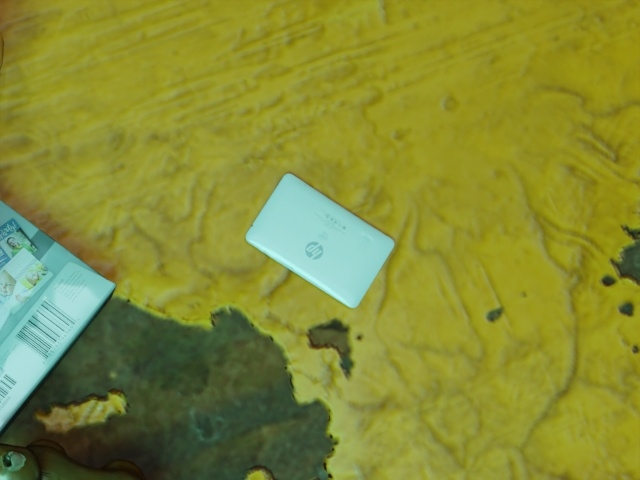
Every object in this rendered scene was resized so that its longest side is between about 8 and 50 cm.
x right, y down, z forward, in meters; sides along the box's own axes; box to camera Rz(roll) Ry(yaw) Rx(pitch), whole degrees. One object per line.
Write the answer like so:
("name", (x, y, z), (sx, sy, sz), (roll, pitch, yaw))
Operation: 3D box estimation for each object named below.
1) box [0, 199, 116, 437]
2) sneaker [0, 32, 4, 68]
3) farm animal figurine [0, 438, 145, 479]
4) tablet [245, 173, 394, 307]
("box", (-0.238, 0.029, 1.031), (0.186, 0.038, 0.145), (37, 70, -1))
("sneaker", (-0.313, -0.132, 1.014), (0.262, 0.099, 0.121), (0, 60, 0))
("farm animal figurine", (-0.162, 0.267, 0.904), (0.327, 0.172, 0.330), (43, 72, 0))
("tablet", (0.000, 0.000, 1.107), (0.083, 0.006, 0.054), (33, 71, -1))
